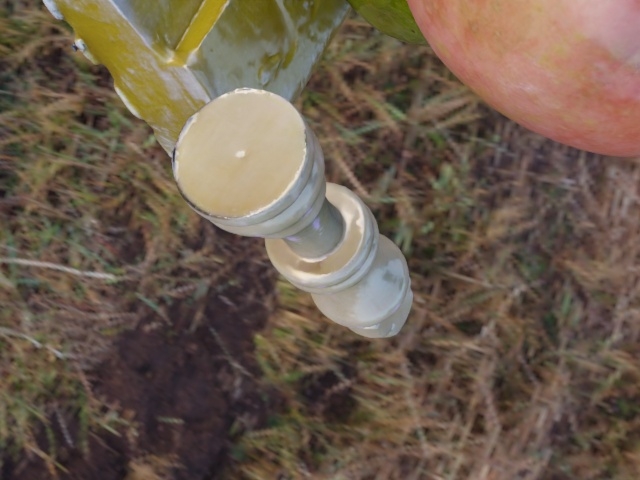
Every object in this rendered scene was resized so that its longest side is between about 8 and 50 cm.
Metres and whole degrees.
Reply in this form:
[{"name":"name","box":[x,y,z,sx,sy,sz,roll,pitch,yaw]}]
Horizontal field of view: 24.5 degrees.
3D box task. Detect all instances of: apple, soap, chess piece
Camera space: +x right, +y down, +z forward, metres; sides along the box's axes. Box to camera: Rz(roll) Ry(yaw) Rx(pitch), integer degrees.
[{"name":"apple","box":[0.232,-0.249,1.041,0.363,0.364,0.364,-7,104,-32]},{"name":"soap","box":[-0.098,-0.245,1.377,0.259,0.143,0.281,49,58,-37]},{"name":"chess piece","box":[0.000,0.000,1.319,0.117,0.117,0.397,-60,153,-9]}]

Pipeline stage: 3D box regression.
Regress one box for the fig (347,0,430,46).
[{"name":"fig","box":[0.101,-0.279,1.358,0.203,0.225,0.203,0,85,2]}]
